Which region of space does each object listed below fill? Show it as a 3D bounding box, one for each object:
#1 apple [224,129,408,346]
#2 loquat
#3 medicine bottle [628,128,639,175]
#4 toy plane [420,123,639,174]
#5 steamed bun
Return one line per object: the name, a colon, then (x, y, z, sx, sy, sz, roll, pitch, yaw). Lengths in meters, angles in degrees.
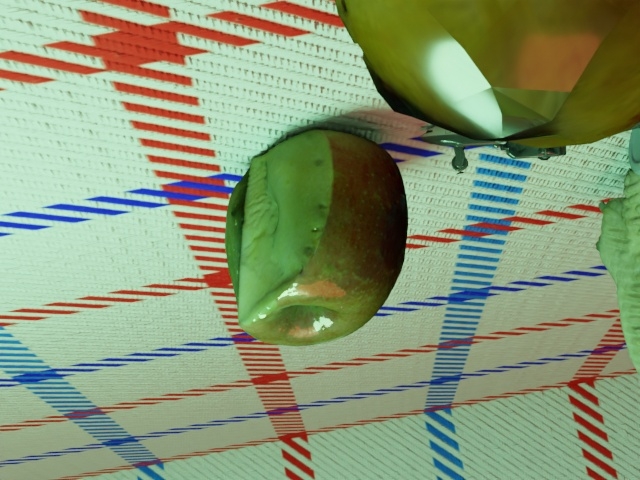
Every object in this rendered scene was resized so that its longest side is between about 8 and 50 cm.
apple: (0.000, 0.000, 1.253, 0.174, 0.188, 0.207, 1, 157, -21)
loquat: (0.116, -0.166, 0.735, 0.235, 0.235, 0.235, -10, 163, -3)
medicine bottle: (0.428, -0.084, 1.301, 0.217, 0.090, 0.090, 13, 159, -7)
toy plane: (0.213, -0.107, 1.262, 0.226, 0.058, 0.226, -13, 179, 6)
steamed bun: (0.450, 0.025, 1.441, 0.207, 0.280, 0.268, -7, 142, -7)
